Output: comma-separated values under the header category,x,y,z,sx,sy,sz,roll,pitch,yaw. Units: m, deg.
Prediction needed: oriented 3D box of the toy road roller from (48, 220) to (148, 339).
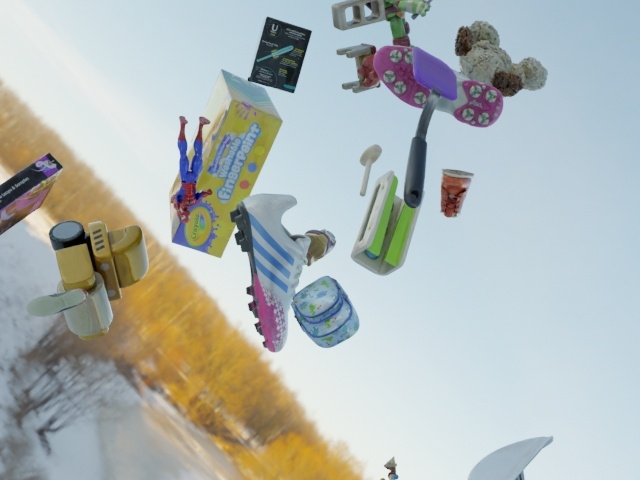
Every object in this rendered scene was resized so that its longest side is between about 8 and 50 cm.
category,x,y,z,sx,sy,sz,roll,pitch,yaw
toy road roller,-0.577,0.081,1.992,0.329,0.240,0.202,-120,-158,-47

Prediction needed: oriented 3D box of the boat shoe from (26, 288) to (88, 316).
category,x,y,z,sx,sy,sz,roll,pitch,yaw
boat shoe,-0.603,0.141,1.709,0.043,0.137,0.049,-145,-142,-83

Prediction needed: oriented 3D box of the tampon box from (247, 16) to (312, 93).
category,x,y,z,sx,sy,sz,roll,pitch,yaw
tampon box,-0.105,-0.463,1.869,0.120,0.161,0.101,15,9,-12

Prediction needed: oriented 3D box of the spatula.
category,x,y,z,sx,sy,sz,roll,pitch,yaw
spatula,0.156,-0.170,1.102,0.084,0.296,0.030,23,-29,-18

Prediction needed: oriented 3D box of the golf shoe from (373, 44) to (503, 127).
category,x,y,z,sx,sy,sz,roll,pitch,yaw
golf shoe,0.252,-0.342,1.655,0.306,0.115,0.140,25,15,-9

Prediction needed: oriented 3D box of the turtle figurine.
category,x,y,z,sx,sy,sz,roll,pitch,yaw
turtle figurine,0.248,-0.593,1.916,0.198,0.274,0.266,48,-25,45

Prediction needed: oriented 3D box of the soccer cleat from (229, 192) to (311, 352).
category,x,y,z,sx,sy,sz,roll,pitch,yaw
soccer cleat,-0.077,0.065,1.451,0.116,0.143,0.331,-131,-151,-64

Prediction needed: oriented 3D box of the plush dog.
category,x,y,z,sx,sy,sz,roll,pitch,yaw
plush dog,0.432,-0.443,1.945,0.262,0.210,0.225,44,16,16

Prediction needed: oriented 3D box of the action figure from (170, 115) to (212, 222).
category,x,y,z,sx,sy,sz,roll,pitch,yaw
action figure,-0.320,-0.157,1.870,0.139,0.091,0.280,49,-44,51

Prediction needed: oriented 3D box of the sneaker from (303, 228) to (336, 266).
category,x,y,z,sx,sy,sz,roll,pitch,yaw
sneaker,0.000,0.000,1.707,0.069,0.084,0.185,51,-19,1

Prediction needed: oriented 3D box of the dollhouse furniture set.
category,x,y,z,sx,sy,sz,roll,pitch,yaw
dollhouse furniture set,0.130,-0.519,1.664,0.201,0.152,0.374,39,-36,58

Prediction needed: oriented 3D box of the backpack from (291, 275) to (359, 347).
category,x,y,z,sx,sy,sz,roll,pitch,yaw
backpack,0.007,0.129,1.333,0.114,0.105,0.084,55,-5,43

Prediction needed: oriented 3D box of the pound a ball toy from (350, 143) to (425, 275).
category,x,y,z,sx,sy,sz,roll,pitch,yaw
pound a ball toy,0.158,-0.085,2.116,0.208,0.319,0.136,30,-33,-18

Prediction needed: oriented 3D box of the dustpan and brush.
category,x,y,z,sx,sy,sz,roll,pitch,yaw
dustpan and brush,0.264,0.371,1.152,0.060,0.147,0.211,57,-31,-2

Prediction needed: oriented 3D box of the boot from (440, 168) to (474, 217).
category,x,y,z,sx,sy,sz,roll,pitch,yaw
boot,0.248,-0.086,1.378,0.059,0.085,0.158,12,-6,14

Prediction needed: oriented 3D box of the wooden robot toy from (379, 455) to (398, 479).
category,x,y,z,sx,sy,sz,roll,pitch,yaw
wooden robot toy,0.142,0.583,1.717,0.076,0.079,0.173,-91,176,-78

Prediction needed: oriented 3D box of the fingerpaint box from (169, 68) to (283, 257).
category,x,y,z,sx,sy,sz,roll,pitch,yaw
fingerpaint box,-0.289,-0.232,2.182,0.163,0.445,0.371,20,19,-20

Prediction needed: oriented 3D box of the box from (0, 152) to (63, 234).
category,x,y,z,sx,sy,sz,roll,pitch,yaw
box,-0.390,-0.030,0.892,0.029,0.162,0.116,48,-41,-5
